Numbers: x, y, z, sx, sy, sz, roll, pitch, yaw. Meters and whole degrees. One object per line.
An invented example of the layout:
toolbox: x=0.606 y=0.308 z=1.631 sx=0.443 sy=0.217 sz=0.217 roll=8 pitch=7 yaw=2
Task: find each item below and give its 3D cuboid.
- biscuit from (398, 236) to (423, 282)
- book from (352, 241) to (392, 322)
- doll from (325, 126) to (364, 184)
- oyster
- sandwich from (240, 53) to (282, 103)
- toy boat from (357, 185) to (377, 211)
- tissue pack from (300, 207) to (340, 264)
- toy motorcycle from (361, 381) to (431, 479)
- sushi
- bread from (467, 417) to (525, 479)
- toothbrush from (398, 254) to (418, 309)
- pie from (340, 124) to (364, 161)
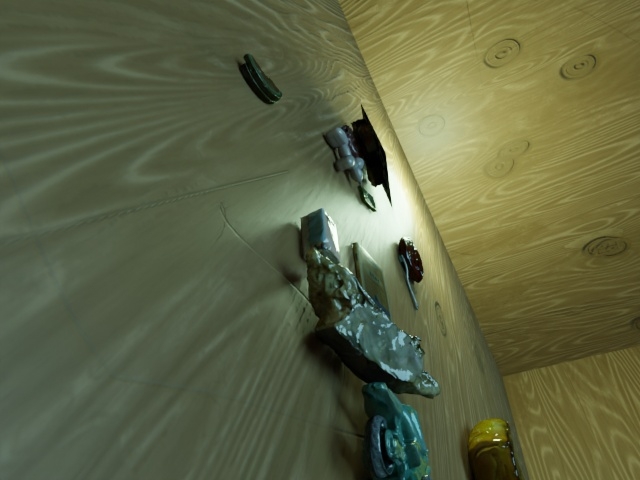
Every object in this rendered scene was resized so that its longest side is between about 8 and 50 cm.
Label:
biscuit: x=0.346 y=0.074 z=1.570 sx=0.192 sy=0.049 sz=0.192 roll=40 pitch=37 yaw=-41
book: x=0.137 y=0.141 z=1.032 sx=0.170 sy=0.018 sz=0.242 roll=45 pitch=31 yaw=-46
doll: x=0.082 y=-0.245 z=1.220 sx=0.160 sy=0.059 sz=0.161 roll=1 pitch=68 yaw=-66
oyster: x=0.070 y=0.162 z=0.696 sx=0.110 sy=0.166 sz=0.341 roll=-50 pitch=123 yaw=-21
sandwich: x=-0.117 y=-0.325 z=0.853 sx=0.135 sy=0.029 sz=0.068 roll=23 pitch=50 yaw=-62
toy boat: x=0.156 y=-0.137 z=1.351 sx=0.115 sy=0.016 sz=0.063 roll=28 pitch=45 yaw=-60
tissue pack: x=0.000 y=0.000 z=0.779 sx=0.074 sy=0.058 sz=0.095 roll=45 pitch=31 yaw=-49
toy motorcycle: x=0.136 y=0.356 z=0.690 sx=0.198 sy=0.109 sz=0.297 roll=-81 pitch=151 yaw=-48
sushi: x=0.178 y=-0.298 z=1.488 sx=0.292 sy=0.059 sz=0.294 roll=68 pitch=3 yaw=-55
bread: x=0.586 y=0.780 z=1.334 sx=0.337 sy=0.147 sz=0.328 roll=15 pitch=60 yaw=-67
toothbrush: x=0.315 y=0.147 z=1.455 sx=0.017 sy=0.022 sz=0.204 roll=42 pitch=31 yaw=-71
pie: x=0.105 y=-0.321 z=1.383 sx=0.154 sy=0.036 sz=0.155 roll=52 pitch=25 yaw=-36
